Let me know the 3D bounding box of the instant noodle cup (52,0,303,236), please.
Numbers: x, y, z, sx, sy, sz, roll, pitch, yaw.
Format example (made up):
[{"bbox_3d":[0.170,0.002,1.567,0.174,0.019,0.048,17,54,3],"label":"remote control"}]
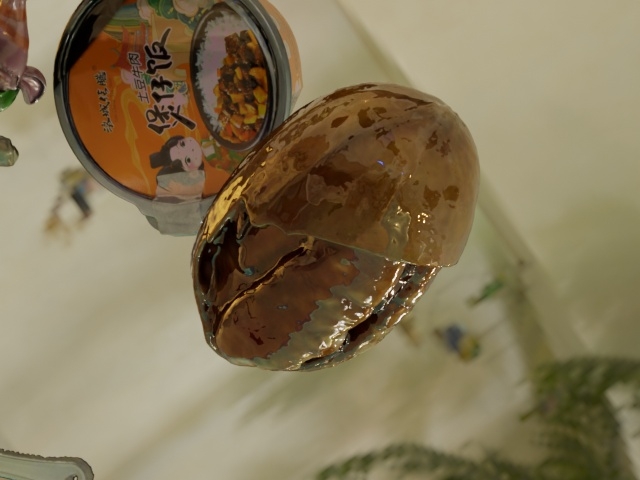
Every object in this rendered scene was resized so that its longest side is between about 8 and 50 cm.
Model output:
[{"bbox_3d":[-0.089,-0.118,1.424,0.177,0.208,0.125,15,16,13],"label":"instant noodle cup"}]

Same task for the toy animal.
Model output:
[{"bbox_3d":[-0.217,-0.187,1.327,0.103,0.100,0.208,-86,180,-51],"label":"toy animal"}]

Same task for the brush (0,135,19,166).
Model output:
[{"bbox_3d":[-0.329,-0.065,1.213,0.054,0.282,0.048,131,-33,-84],"label":"brush"}]

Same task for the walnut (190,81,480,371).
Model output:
[{"bbox_3d":[0.000,0.000,0.967,0.116,0.207,0.116,25,46,-28],"label":"walnut"}]

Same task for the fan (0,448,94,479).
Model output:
[{"bbox_3d":[-0.220,0.098,0.982,0.227,0.152,0.008,9,-4,11],"label":"fan"}]
